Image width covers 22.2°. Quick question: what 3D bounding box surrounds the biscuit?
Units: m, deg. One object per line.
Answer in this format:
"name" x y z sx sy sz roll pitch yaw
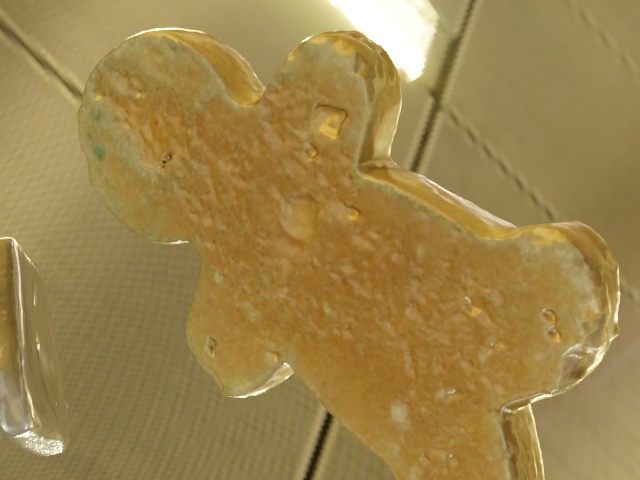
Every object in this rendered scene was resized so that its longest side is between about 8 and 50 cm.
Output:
"biscuit" 0.000 0.000 0.593 0.234 0.153 0.030 35 -152 26

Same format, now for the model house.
"model house" -0.240 0.059 0.941 0.188 0.229 0.122 4 -98 -3
